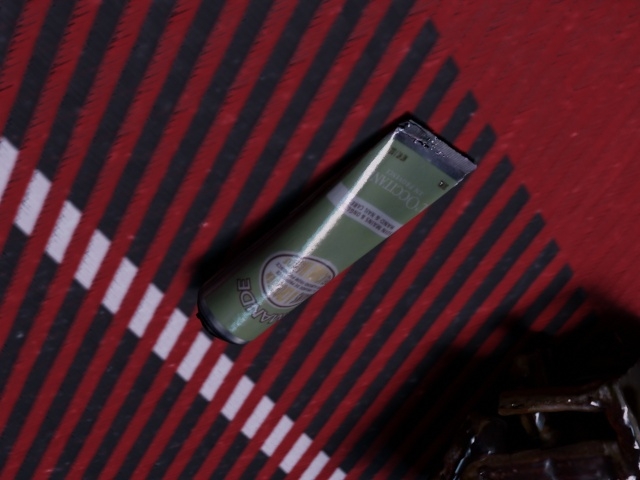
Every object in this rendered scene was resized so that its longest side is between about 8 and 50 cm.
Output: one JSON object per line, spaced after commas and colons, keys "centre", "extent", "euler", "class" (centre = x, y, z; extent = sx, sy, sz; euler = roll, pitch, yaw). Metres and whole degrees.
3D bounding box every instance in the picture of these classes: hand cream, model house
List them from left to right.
{"centre": [0.000, 0.000, 1.178], "extent": [0.235, 0.055, 0.086], "euler": [-37, 141, 21], "class": "hand cream"}
{"centre": [0.204, 0.225, 1.458], "extent": [0.282, 0.297, 0.317], "euler": [-18, -177, 25], "class": "model house"}
